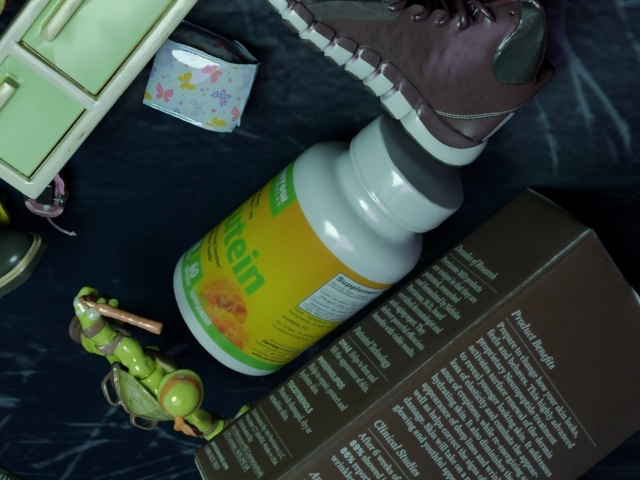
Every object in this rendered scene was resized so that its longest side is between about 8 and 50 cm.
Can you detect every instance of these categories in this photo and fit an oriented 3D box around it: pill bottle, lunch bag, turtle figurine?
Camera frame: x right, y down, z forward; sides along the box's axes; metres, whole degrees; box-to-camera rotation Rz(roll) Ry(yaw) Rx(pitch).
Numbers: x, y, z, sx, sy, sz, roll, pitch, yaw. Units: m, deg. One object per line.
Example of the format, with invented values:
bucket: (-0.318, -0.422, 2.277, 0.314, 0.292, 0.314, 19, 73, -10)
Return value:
pill bottle: (0.000, 0.000, 1.249, 0.136, 0.136, 0.246, 40, 121, -19)
lunch bag: (-0.098, -0.136, 1.221, 0.083, 0.053, 0.071, 23, 124, 4)
turtle figurine: (-0.145, 0.131, 1.323, 0.269, 0.217, 0.087, 38, 81, -25)

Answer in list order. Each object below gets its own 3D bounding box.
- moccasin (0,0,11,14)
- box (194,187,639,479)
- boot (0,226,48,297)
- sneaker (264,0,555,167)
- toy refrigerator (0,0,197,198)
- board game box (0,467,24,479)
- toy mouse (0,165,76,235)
moccasin: (-0.298, -0.222, 1.132, 0.139, 0.147, 0.380, 41, 121, -19)
box: (0.102, 0.152, 1.243, 0.381, 0.143, 0.191, -37, 115, -2)
boot: (-0.349, -0.011, 1.294, 0.198, 0.077, 0.137, -8, 133, 38)
sneaker: (0.076, -0.194, 1.135, 0.162, 0.106, 0.281, -38, 122, 23)
toy refrigerator: (-0.188, -0.167, 1.166, 0.102, 0.094, 0.269, 37, 115, -16)
board game box: (-0.320, 0.329, 1.599, 0.260, 0.030, 0.136, 32, 121, -14)
toy mouse: (-0.276, -0.069, 1.308, 0.161, 0.031, 0.143, 29, 125, -12)
